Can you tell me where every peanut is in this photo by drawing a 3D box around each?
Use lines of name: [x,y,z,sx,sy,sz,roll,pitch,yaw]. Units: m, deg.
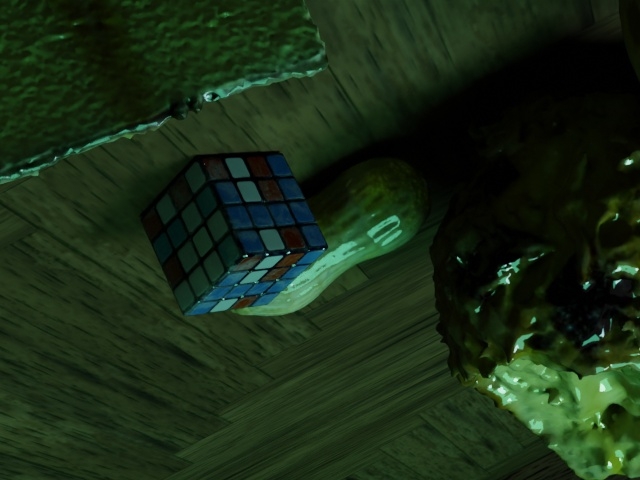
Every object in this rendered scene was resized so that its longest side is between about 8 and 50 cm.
peanut: [0.000,0.000,1.356,0.206,0.087,0.087,-29,160,6]

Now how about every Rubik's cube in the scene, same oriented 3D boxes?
Rubik's cube: [-0.068,-0.006,1.249,0.092,0.092,0.092,-6,152,-45]

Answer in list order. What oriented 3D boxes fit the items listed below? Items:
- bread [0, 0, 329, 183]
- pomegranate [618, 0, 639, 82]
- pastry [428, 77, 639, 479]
bread: [-0.131,-0.077,0.928,0.240,0.135,0.178,-22,160,-16]
pomegranate: [0.362,-0.178,1.042,0.338,0.338,0.338,-23,160,-9]
pastry: [0.274,0.016,1.400,0.292,0.337,0.405,1,153,36]
